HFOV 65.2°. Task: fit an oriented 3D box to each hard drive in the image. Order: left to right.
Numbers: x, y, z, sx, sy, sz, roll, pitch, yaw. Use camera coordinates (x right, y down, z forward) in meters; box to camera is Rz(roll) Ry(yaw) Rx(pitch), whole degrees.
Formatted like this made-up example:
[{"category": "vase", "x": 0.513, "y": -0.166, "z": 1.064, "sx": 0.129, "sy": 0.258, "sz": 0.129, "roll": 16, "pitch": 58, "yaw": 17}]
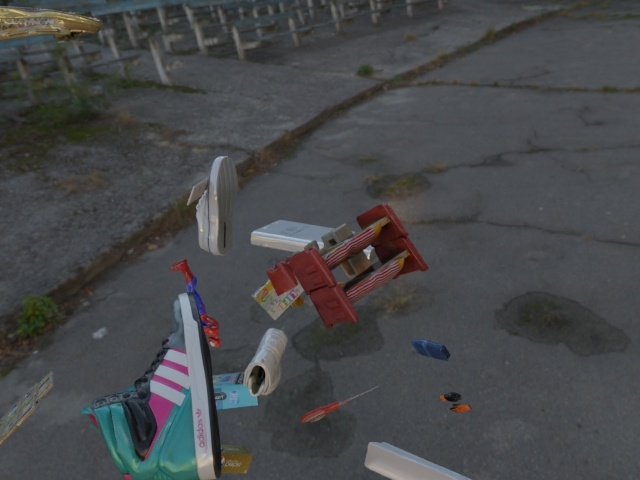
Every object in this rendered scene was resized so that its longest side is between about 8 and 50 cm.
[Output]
[{"category": "hard drive", "x": 0.000, "y": 0.000, "z": 1.514, "sx": 0.354, "sy": 0.047, "sz": 0.233, "roll": 9, "pitch": 14, "yaw": 16}]

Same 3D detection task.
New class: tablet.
[{"category": "tablet", "x": -0.296, "y": -0.118, "z": 1.209, "sx": 0.006, "sy": 0.054, "sz": 0.083, "roll": 27, "pitch": 25, "yaw": 0}]

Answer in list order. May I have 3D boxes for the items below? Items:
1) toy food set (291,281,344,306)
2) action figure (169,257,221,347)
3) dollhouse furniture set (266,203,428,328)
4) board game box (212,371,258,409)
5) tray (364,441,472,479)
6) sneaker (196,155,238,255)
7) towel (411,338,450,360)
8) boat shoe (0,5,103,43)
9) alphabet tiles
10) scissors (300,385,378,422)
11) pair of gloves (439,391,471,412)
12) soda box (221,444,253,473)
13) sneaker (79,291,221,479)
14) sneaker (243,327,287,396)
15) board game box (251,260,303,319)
[{"category": "toy food set", "x": -0.033, "y": 0.185, "z": 1.913, "sx": 0.233, "sy": 0.111, "sz": 0.105, "roll": -21, "pitch": 1, "yaw": -32}, {"category": "action figure", "x": -0.391, "y": 0.208, "z": 1.468, "sx": 0.139, "sy": 0.280, "sz": 0.091, "roll": -26, "pitch": 13, "yaw": -3}, {"category": "dollhouse furniture set", "x": 0.020, "y": 0.071, "z": 1.048, "sx": 0.201, "sy": 0.152, "sz": 0.374, "roll": -32, "pitch": 2, "yaw": -27}, {"category": "board game box", "x": -0.387, "y": 0.536, "z": 1.776, "sx": 0.337, "sy": 0.079, "sz": 0.254, "roll": -6, "pitch": -4, "yaw": -5}, {"category": "tray", "x": 0.239, "y": 0.549, "z": 1.178, "sx": 0.271, "sy": 0.145, "sz": 0.030, "roll": 18, "pitch": 48, "yaw": 16}, {"category": "sneaker", "x": -0.277, "y": -0.090, "z": 1.285, "sx": 0.092, "sy": 0.257, "sz": 0.094, "roll": 10, "pitch": 7, "yaw": 27}, {"category": "towel", "x": 0.348, "y": 0.341, "z": 1.577, "sx": 0.120, "sy": 0.067, "sz": 0.029, "roll": 4, "pitch": 44, "yaw": 49}, {"category": "boat shoe", "x": -0.732, "y": -0.574, "z": 1.347, "sx": 0.286, "sy": 0.089, "sz": 0.104, "roll": 3, "pitch": 23, "yaw": -4}, {"category": "alphabet tiles", "x": -0.858, "y": 0.497, "z": 1.390, "sx": 0.285, "sy": 0.011, "sz": 0.343, "roll": -50, "pitch": 19, "yaw": -22}, {"category": "scissors", "x": 0.068, "y": 0.586, "z": 1.797, "sx": 0.297, "sy": 0.109, "sz": 0.021, "roll": -29, "pitch": 57, "yaw": 8}, {"category": "pair of gloves", "x": 0.420, "y": 0.504, "z": 1.556, "sx": 0.074, "sy": 0.083, "sz": 0.010, "roll": -28, "pitch": 16, "yaw": 40}, {"category": "soda box", "x": -0.296, "y": 0.655, "z": 1.502, "sx": 0.181, "sy": 0.061, "sz": 0.058, "roll": 24, "pitch": -6, "yaw": -40}, {"category": "sneaker", "x": -0.249, "y": 0.214, "z": 0.731, "sx": 0.179, "sy": 0.123, "sz": 0.295, "roll": -9, "pitch": 48, "yaw": -10}, {"category": "sneaker", "x": -0.187, "y": 0.420, "z": 1.533, "sx": 0.108, "sy": 0.292, "sz": 0.169, "roll": 19, "pitch": 39, "yaw": 8}, {"category": "board game box", "x": -0.120, "y": 0.151, "z": 1.521, "sx": 0.154, "sy": 0.103, "sz": 0.026, "roll": -46, "pitch": 21, "yaw": -17}]
